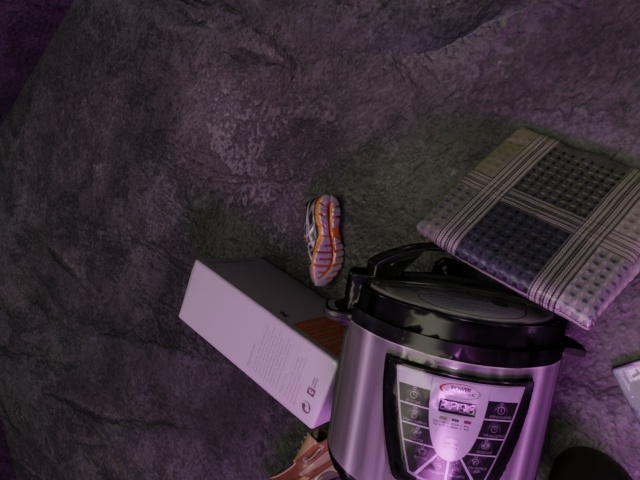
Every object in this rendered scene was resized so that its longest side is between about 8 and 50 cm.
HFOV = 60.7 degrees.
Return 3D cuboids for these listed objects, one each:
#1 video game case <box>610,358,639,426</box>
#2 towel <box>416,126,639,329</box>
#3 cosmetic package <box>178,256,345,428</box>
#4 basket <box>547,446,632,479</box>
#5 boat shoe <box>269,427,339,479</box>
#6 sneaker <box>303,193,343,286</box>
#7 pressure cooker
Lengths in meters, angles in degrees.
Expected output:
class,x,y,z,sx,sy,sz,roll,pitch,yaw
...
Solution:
class,x,y,z,sx,sy,sz,roll,pitch,yaw
video game case,0.628,0.246,0.832,0.274,0.026,0.196,-32,72,35
towel,0.371,-0.040,0.885,0.312,0.324,0.056,33,153,35
cosmetic package,-0.087,0.205,1.256,0.453,0.230,0.161,29,108,33
basket,0.418,0.467,0.872,0.154,0.227,0.204,-26,75,35
boat shoe,0.012,0.495,1.266,0.324,0.123,0.120,-32,67,25
sneaker,0.000,0.000,1.284,0.083,0.084,0.214,4,90,51
pressure cooker,0.207,0.212,0.942,0.375,0.370,0.420,17,101,47
